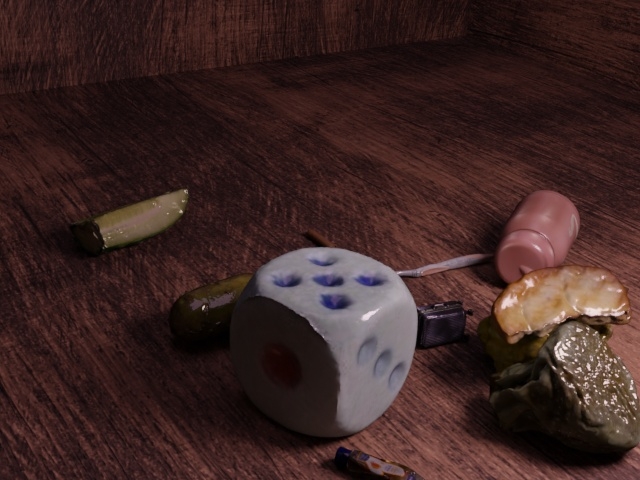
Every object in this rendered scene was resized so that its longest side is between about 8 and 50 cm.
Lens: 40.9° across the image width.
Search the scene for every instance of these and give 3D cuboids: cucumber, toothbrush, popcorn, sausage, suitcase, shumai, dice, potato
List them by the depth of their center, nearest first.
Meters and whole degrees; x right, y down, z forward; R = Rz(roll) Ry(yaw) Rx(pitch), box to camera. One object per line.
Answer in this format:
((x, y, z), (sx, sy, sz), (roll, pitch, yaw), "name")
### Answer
((0.449, 0.292, 1.589), (0.261, 0.222, 0.225), (38, 44, -9), "shumai")
((0.009, 0.184, 1.605), (0.265, 0.268, 0.263), (21, 31, 33), "dice")
((0.477, 0.191, 1.754), (0.286, 0.173, 0.225), (-16, 44, -26), "popcorn")
((-0.207, 0.141, 1.825), (0.251, 0.113, 0.149), (-18, 9, -40), "potato")
((0.257, 0.178, 1.838), (0.126, 0.086, 0.059), (-9, 28, -23), "suitcase")
((0.272, 0.071, 2.116), (0.375, 0.028, 0.037), (-11, 36, -25), "toothbrush")
((-0.473, -0.048, 2.198), (0.145, 0.105, 0.325), (-9, 13, 43), "cucumber")
((0.000, 0.000, 2.229), (0.026, 0.026, 0.116), (-14, 31, -29), "sausage")

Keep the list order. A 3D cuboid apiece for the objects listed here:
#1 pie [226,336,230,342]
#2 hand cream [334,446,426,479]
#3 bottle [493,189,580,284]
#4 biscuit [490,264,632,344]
((-0.102, 0.211, 1.794), (0.170, 0.034, 0.092), (-8, 25, -22), "pie")
((0.103, 0.392, 1.459), (0.163, 0.039, 0.062), (16, 14, 19), "hand cream")
((0.542, 0.013, 2.118), (0.206, 0.173, 0.297), (44, 35, 3), "bottle")
((0.461, 0.118, 1.673), (0.299, 0.045, 0.154), (-7, 48, -15), "biscuit")
